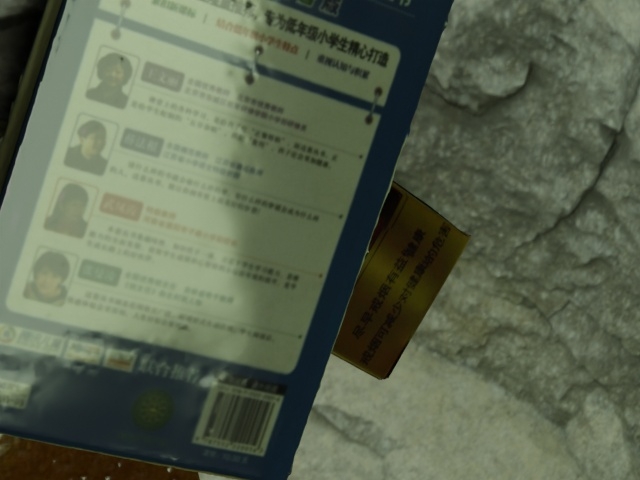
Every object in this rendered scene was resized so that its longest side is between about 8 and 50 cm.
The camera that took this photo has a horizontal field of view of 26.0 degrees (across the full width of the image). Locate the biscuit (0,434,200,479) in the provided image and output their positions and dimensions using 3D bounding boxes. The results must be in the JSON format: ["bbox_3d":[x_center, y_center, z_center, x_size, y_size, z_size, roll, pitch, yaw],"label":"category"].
[{"bbox_3d":[-0.215,0.286,1.119,0.314,0.063,0.367,5,105,-38],"label":"biscuit"}]

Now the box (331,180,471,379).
[{"bbox_3d":[0.000,0.000,1.152,0.240,0.071,0.159,33,89,-38],"label":"box"}]

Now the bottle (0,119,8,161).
[{"bbox_3d":[-0.235,-0.033,0.996,0.047,0.063,0.101,-35,131,-53],"label":"bottle"}]

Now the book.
[{"bbox_3d":[-0.087,-0.043,1.018,0.300,0.039,0.427,17,95,-29],"label":"book"}]
